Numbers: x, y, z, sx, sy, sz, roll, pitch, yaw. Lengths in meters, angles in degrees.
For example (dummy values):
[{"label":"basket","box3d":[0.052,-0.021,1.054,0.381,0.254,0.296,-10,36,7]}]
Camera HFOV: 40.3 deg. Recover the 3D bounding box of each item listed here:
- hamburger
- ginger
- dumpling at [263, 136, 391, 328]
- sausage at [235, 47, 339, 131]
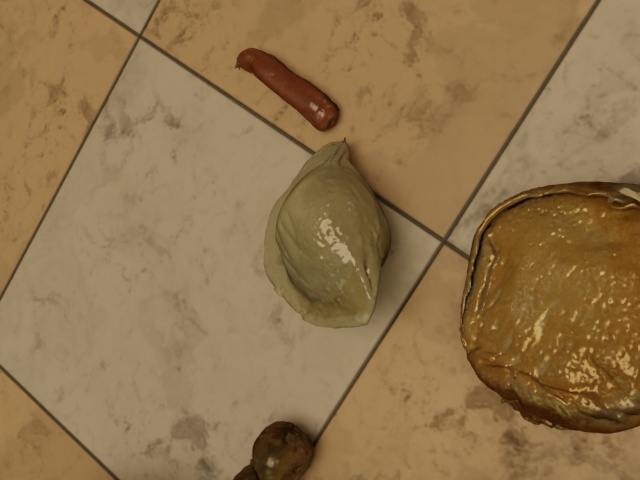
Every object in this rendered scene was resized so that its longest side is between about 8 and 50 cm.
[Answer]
[{"label":"hamburger","box3d":[0.264,0.056,0.837,0.286,0.146,0.243,-39,67,25]},{"label":"ginger","box3d":[-0.073,0.304,1.010,0.104,0.080,0.204,37,104,27]},{"label":"dumpling","box3d":[0.001,0.004,0.972,0.166,0.126,0.215,-38,76,35]},{"label":"sausage","box3d":[-0.042,-0.185,1.043,0.158,0.036,0.042,38,95,22]}]
